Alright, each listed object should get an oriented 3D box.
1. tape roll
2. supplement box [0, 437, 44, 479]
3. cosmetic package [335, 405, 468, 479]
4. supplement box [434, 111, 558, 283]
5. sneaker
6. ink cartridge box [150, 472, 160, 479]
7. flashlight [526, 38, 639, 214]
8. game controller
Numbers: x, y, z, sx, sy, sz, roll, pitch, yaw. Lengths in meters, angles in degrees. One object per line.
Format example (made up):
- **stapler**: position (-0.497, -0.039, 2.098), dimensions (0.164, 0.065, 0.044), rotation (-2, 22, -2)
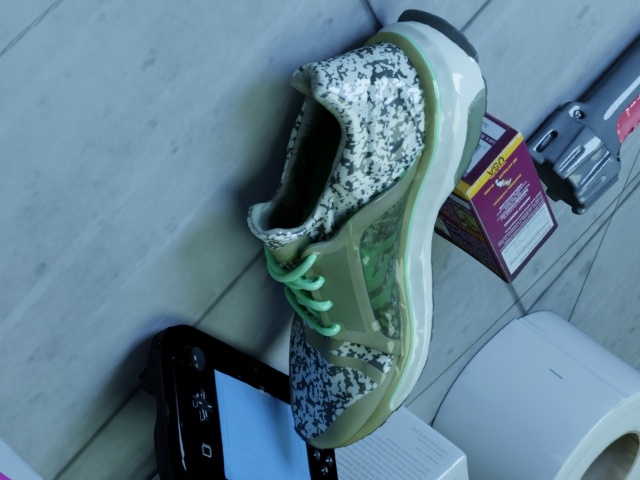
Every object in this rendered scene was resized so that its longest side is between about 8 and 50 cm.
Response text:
- **tape roll**: position (0.266, 0.227, 2.027), dimensions (0.246, 0.169, 0.246), rotation (-34, 144, -29)
- **supplement box**: position (-0.318, 0.249, 1.338), dimensions (0.220, 0.114, 0.111), rotation (-56, 148, 7)
- **cosmetic package**: position (0.040, 0.276, 1.794), dimensions (0.184, 0.151, 0.151), rotation (-39, 145, -23)
- **supplement box**: position (0.148, -0.052, 1.660), dimensions (0.081, 0.104, 0.188), rotation (-48, 149, -9)
- **sneaker**: position (0.000, 0.000, 1.506), dimensions (0.182, 0.158, 0.410), rotation (-8, 119, -36)
- **ink cartridge box**: position (-0.142, 0.284, 1.645), dimensions (0.115, 0.067, 0.198), rotation (-41, 148, -20)
- **flashlight**: position (0.346, -0.155, 1.825), dimensions (0.304, 0.103, 0.103), rotation (-47, 151, -12)
- **game controller**: position (-0.061, 0.186, 1.583), dimensions (0.067, 0.166, 0.319), rotation (-25, 153, 18)
